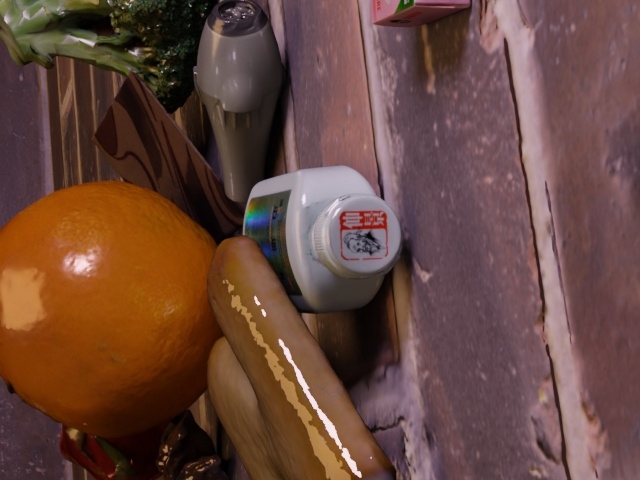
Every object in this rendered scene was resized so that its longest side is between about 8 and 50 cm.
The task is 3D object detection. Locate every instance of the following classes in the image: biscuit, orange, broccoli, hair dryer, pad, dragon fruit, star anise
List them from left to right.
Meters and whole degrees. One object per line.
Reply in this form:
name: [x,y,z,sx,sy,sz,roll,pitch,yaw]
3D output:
orange: [-0.252,0.079,1.545,0.312,0.312,0.312,178,90,-72]
broccoli: [-0.252,-0.294,1.580,0.308,0.275,0.308,51,163,22]
dragon fruit: [-0.287,0.234,1.896,0.200,0.198,0.269,-42,-46,-80]
pad: [-0.192,-0.078,1.609,0.220,0.004,0.330,52,160,-3]
star anise: [-0.162,0.310,1.656,0.212,0.073,0.197,-154,61,-67]
hair dryer: [-0.086,-0.168,1.405,0.267,0.092,0.229,-99,7,-66]
biscuit: [-0.025,0.162,1.107,0.290,0.062,0.237,59,157,32]

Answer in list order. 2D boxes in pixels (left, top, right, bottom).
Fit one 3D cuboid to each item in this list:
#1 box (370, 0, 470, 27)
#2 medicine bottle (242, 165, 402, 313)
box: [0.068,-0.220,0.931,0.089,0.043,0.125,176,91,-72]
medicine bottle: [0.000,0.000,1.104,0.229,0.083,0.121,174,90,-71]
